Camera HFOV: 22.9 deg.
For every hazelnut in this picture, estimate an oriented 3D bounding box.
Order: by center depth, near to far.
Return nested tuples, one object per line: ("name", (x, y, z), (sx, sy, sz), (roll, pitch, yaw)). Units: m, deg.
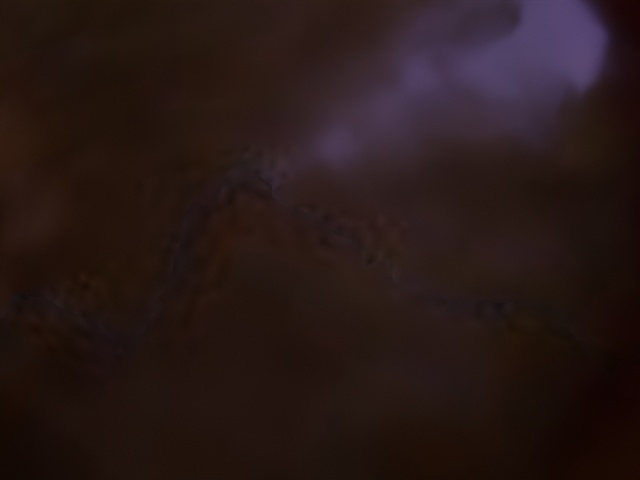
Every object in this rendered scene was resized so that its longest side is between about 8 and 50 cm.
("hazelnut", (-0.005, 0.002, 0.493), (0.366, 0.366, 0.366), (8, 51, -10))
